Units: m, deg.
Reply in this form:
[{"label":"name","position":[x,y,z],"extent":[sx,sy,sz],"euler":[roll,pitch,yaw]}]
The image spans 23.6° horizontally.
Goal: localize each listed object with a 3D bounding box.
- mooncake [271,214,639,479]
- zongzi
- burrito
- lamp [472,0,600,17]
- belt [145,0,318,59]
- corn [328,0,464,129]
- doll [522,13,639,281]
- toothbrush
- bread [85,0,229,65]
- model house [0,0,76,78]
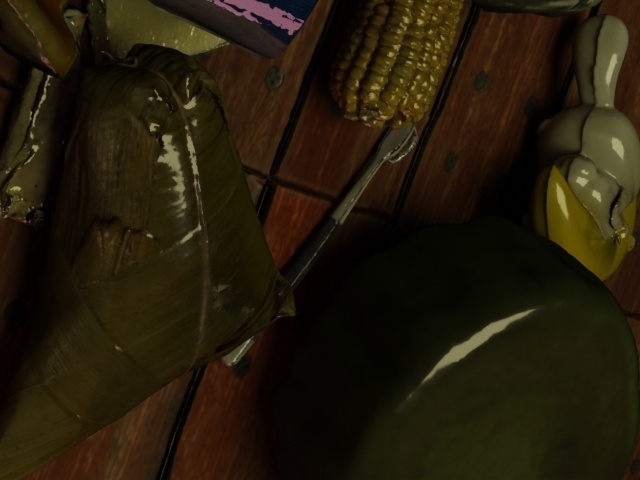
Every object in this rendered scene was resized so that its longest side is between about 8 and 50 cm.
[{"label":"mooncake","position":[0.121,0.148,1.404],"extent":[0.351,0.187,0.351],"euler":[-16,128,-21]},{"label":"zongzi","position":[-0.178,0.028,1.139],"extent":[0.300,0.145,0.274],"euler":[-37,137,-22]},{"label":"burrito","position":[-0.209,-0.093,1.149],"extent":[0.051,0.042,0.171],"euler":[4,108,-61]},{"label":"lamp","position":[0.215,-0.253,1.425],"extent":[0.250,0.101,0.101],"euler":[-25,122,-50]},{"label":"belt","position":[-0.016,-0.306,1.109],"extent":[0.117,0.212,0.347],"euler":[25,75,-15]},{"label":"corn","position":[0.083,-0.239,1.328],"extent":[0.101,0.101,0.292],"euler":[11,94,-44]},{"label":"doll","position":[0.267,-0.063,1.542],"extent":[0.237,0.111,0.252],"euler":[-58,144,-32]},{"label":"toothbrush","position":[0.000,0.000,1.387],"extent":[0.288,0.024,0.026],"euler":[-52,146,-16]},{"label":"bread","position":[-0.115,-0.178,1.212],"extent":[0.153,0.028,0.068],"euler":[-23,120,-36]},{"label":"model house","position":[-0.207,-0.287,0.986],"extent":[0.239,0.173,0.268],"euler":[-49,134,-17]}]
